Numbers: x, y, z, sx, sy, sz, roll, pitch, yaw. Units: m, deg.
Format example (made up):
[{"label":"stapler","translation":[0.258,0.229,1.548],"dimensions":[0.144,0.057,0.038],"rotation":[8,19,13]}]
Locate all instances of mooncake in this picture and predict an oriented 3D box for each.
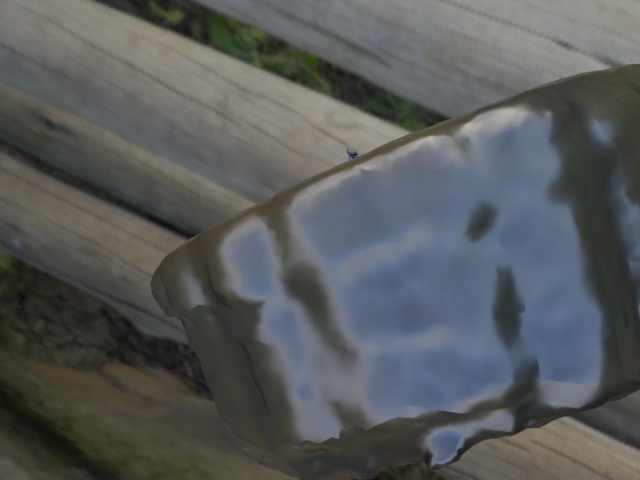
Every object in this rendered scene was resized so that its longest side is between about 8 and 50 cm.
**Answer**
[{"label":"mooncake","translation":[0.052,0.021,0.610],"dimensions":[0.228,0.228,0.124],"rotation":[-21,90,12]}]

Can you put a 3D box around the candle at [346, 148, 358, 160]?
[{"label":"candle","translation":[0.000,0.000,1.280],"dimensions":[0.021,0.026,0.167],"rotation":[21,87,15]}]
